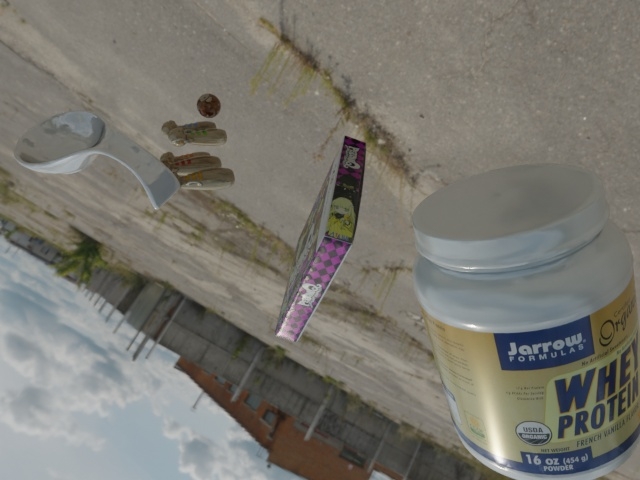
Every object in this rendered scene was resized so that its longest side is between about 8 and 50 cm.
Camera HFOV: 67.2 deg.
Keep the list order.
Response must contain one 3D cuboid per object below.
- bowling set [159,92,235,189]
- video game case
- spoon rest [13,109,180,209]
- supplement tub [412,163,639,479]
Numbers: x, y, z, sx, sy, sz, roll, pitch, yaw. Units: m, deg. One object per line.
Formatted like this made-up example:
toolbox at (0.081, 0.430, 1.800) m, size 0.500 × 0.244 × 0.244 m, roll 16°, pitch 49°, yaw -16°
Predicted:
bowling set at (-0.307, -0.234, 1.104) m, size 0.154 × 0.200 × 0.287 m, roll -8°, pitch -160°, yaw -25°
video game case at (0.000, 0.000, 0.696) m, size 0.041 × 0.210 × 0.232 m, roll 19°, pitch 136°, yaw -7°
spoon rest at (-0.340, -0.134, 0.718) m, size 0.276 × 0.137 × 0.084 m, roll 21°, pitch 146°, yaw 19°
supplement tub at (0.239, 0.092, 0.567) m, size 0.228 × 0.228 × 0.316 m, roll 9°, pitch 125°, yaw 51°
